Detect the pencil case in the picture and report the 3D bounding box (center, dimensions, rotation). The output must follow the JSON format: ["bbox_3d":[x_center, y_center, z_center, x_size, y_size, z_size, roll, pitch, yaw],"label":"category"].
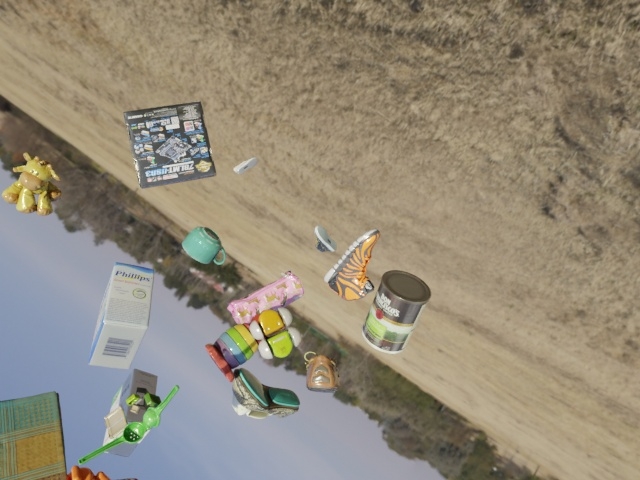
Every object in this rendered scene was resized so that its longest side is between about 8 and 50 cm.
[{"bbox_3d":[-0.277,0.300,2.341,0.167,0.386,0.160,64,161,-7],"label":"pencil case"}]

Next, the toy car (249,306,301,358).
[{"bbox_3d":[-0.168,0.345,1.699,0.181,0.159,0.136,63,164,9],"label":"toy car"}]

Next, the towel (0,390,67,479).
[{"bbox_3d":[-0.966,0.661,1.456,0.272,0.040,0.370,1,-143,-37],"label":"towel"}]

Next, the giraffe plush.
[{"bbox_3d":[-1.003,-0.212,1.626,0.182,0.210,0.171,13,154,-35],"label":"giraffe plush"}]

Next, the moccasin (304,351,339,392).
[{"bbox_3d":[0.002,0.488,1.712,0.139,0.146,0.380,1,160,7],"label":"moccasin"}]

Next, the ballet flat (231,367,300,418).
[{"bbox_3d":[-0.274,0.709,2.031,0.483,0.182,0.164,45,-171,-48],"label":"ballet flat"}]

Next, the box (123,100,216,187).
[{"bbox_3d":[-0.579,-0.370,1.783,0.073,0.296,0.293,-168,66,-78],"label":"box"}]

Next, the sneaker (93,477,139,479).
[{"bbox_3d":[-0.532,0.681,1.232,0.128,0.086,0.221,5,174,-36],"label":"sneaker"}]

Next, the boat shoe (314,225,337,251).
[{"bbox_3d":[0.000,0.000,2.207,0.083,0.065,0.183,-11,139,30],"label":"boat shoe"}]

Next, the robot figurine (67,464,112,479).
[{"bbox_3d":[-0.856,0.911,1.654,0.128,0.158,0.219,-1,123,24],"label":"robot figurine"}]

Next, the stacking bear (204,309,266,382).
[{"bbox_3d":[-0.311,0.409,1.886,0.175,0.289,0.164,60,159,-14],"label":"stacking bear"}]

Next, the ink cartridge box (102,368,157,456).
[{"bbox_3d":[-0.816,0.739,1.980,0.122,0.211,0.289,30,-161,-27],"label":"ink cartridge box"}]

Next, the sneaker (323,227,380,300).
[{"bbox_3d":[0.168,0.110,1.807,0.180,0.321,0.125,46,-149,15],"label":"sneaker"}]

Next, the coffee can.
[{"bbox_3d":[0.301,0.287,1.849,0.202,0.275,0.201,12,-150,-7],"label":"coffee can"}]

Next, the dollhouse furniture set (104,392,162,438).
[{"bbox_3d":[-0.540,0.501,1.327,0.076,0.152,0.058,49,172,36],"label":"dollhouse furniture set"}]

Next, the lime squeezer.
[{"bbox_3d":[-0.495,0.496,1.254,0.059,0.310,0.110,49,173,39],"label":"lime squeezer"}]

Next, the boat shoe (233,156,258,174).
[{"bbox_3d":[-0.272,-0.275,1.666,0.035,0.100,0.035,32,149,29],"label":"boat shoe"}]

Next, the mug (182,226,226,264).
[{"bbox_3d":[-0.428,0.013,1.731,0.158,0.097,0.129,24,-159,-53],"label":"mug"}]

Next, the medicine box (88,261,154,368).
[{"bbox_3d":[-0.732,0.277,1.699,0.149,0.263,0.289,15,-143,-26],"label":"medicine box"}]
